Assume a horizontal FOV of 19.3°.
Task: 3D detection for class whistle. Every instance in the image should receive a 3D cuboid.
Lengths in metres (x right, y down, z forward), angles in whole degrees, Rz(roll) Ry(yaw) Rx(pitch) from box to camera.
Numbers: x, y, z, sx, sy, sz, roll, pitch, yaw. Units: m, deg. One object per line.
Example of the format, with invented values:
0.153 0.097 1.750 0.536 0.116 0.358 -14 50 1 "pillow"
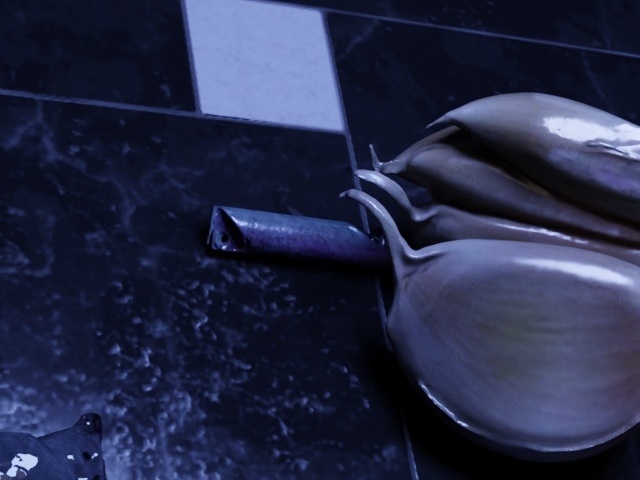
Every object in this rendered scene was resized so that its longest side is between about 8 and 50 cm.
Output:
0.000 0.000 1.385 0.176 0.033 0.033 7 55 -24 "whistle"

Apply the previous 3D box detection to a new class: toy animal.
-0.222 0.165 1.142 0.117 0.121 0.210 9 16 34 "toy animal"

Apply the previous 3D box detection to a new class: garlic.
0.161 0.022 1.331 0.292 0.237 0.210 4 41 9 "garlic"
